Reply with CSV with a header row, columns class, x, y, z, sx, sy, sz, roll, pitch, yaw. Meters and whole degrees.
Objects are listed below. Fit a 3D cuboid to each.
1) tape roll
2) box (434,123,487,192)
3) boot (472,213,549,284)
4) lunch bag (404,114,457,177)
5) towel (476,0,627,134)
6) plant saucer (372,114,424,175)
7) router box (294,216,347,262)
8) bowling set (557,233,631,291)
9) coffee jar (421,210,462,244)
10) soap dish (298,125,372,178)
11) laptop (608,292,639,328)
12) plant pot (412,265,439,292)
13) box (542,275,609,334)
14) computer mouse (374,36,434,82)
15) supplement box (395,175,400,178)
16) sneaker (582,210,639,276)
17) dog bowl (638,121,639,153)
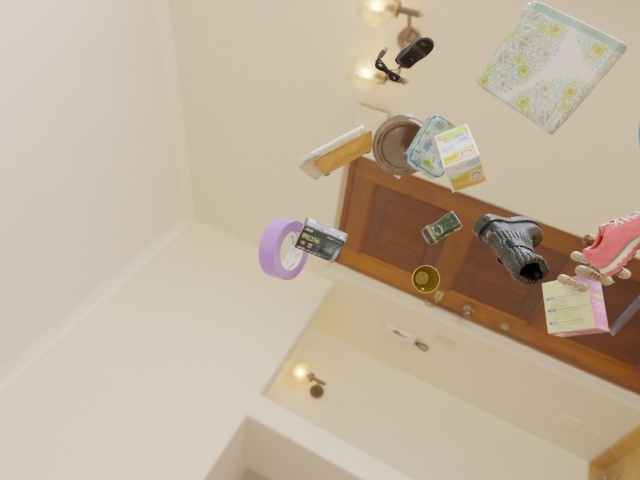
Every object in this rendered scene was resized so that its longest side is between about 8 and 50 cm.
class,x,y,z,sx,sy,sz,roll,pitch,yaw
tape roll,-0.161,0.039,2.096,0.275,0.090,0.275,-26,-58,-54
box,0.441,-0.262,1.457,0.103,0.114,0.203,58,-157,-35
boot,0.723,0.036,1.622,0.348,0.260,0.131,2,-54,-30
lunch bag,0.451,-0.365,1.823,0.219,0.176,0.090,-60,10,2
towel,0.745,-0.583,1.540,0.090,0.374,0.320,4,-51,-44
plant saucer,0.372,-0.427,2.085,0.041,0.278,0.278,-70,-3,-70
router box,0.000,0.000,1.266,0.038,0.122,0.092,-75,9,-48
bowling set,1.127,0.086,1.886,0.287,0.154,0.200,-19,-65,-20
coffee jar,0.588,-0.058,2.243,0.184,0.096,0.079,-32,-10,16
soap dish,0.068,-0.370,1.973,0.291,0.118,0.229,-30,10,-15
laptop,1.107,0.183,1.373,0.382,0.408,0.236,22,-107,-54
plant pot,0.510,0.188,2.275,0.095,0.134,0.134,164,129,-89
box,1.144,0.298,2.079,0.213,0.117,0.243,-28,53,52
computer mouse,0.366,-0.845,2.069,0.262,0.184,0.060,-36,44,43
supplement box,0.416,-0.362,2.305,0.098,0.036,0.062,-49,-7,-14
sneaker,1.007,-0.032,1.526,0.314,0.136,0.116,-56,-12,15
dog bowl,1.226,-0.329,1.685,0.166,0.074,0.297,38,-126,-59
